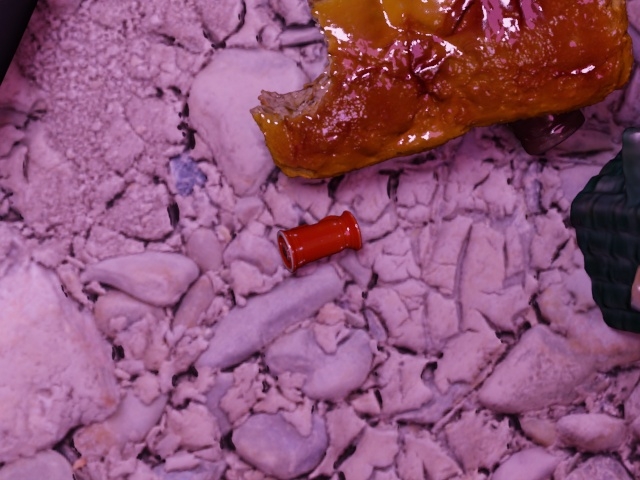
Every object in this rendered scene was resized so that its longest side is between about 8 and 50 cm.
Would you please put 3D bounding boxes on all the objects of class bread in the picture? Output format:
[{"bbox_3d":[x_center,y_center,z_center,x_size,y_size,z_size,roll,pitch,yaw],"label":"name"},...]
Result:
[{"bbox_3d":[0.111,-0.184,1.317,0.380,0.109,0.185,-16,118,7],"label":"bread"}]

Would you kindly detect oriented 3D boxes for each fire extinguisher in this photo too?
[{"bbox_3d":[0.198,-0.217,1.414,0.075,0.106,0.252,-44,106,-39],"label":"fire extinguisher"}]

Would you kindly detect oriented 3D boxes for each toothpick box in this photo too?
[{"bbox_3d":[0.000,0.000,1.395,0.083,0.047,0.047,-18,98,-17],"label":"toothpick box"}]

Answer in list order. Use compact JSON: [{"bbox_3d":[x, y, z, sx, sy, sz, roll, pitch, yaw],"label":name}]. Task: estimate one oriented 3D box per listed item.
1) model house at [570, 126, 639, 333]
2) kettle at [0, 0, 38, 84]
[{"bbox_3d":[0.470,-0.031,1.333,0.400,0.445,0.395,7,92,-17],"label":"model house"},{"bbox_3d":[-0.364,-0.266,1.216,0.203,0.262,0.308,34,78,-52],"label":"kettle"}]
